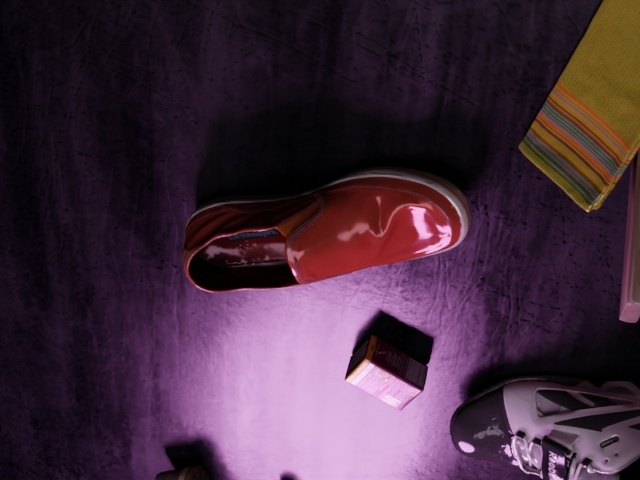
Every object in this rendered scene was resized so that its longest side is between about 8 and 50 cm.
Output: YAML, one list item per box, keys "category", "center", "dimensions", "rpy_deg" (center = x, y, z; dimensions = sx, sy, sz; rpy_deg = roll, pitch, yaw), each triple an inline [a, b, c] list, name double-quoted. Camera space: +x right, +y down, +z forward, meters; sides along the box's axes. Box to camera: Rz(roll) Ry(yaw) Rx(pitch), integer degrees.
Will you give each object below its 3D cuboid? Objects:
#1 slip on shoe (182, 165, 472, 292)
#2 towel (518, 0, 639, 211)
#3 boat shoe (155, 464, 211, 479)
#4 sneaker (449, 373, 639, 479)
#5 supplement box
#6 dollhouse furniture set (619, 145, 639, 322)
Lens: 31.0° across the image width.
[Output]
- category: "slip on shoe"
  center: [0.000, 0.000, 1.235]
  dimensions: [0.331, 0.101, 0.123]
  rpy_deg: [-7, 127, 20]
- category: "towel"
  center: [0.265, -0.138, 1.054]
  dimensions: [0.102, 0.021, 0.237]
  rpy_deg: [43, 137, 20]
- category: "boat shoe"
  center: [-0.183, 0.413, 1.685]
  dimensions: [0.073, 0.080, 0.224]
  rpy_deg: [2, 127, 22]
- category: "sneaker"
  center: [0.301, 0.242, 1.337]
  dimensions: [0.330, 0.146, 0.122]
  rpy_deg: [-7, 130, 24]
- category: "supplement box"
  center: [0.080, 0.160, 1.395]
  dimensions: [0.083, 0.043, 0.055]
  rpy_deg: [31, 132, -11]
- category: "dollhouse furniture set"
  center: [0.394, -0.054, 0.909]
  dimensions: [0.256, 0.362, 0.394]
  rpy_deg: [6, 162, 9]
